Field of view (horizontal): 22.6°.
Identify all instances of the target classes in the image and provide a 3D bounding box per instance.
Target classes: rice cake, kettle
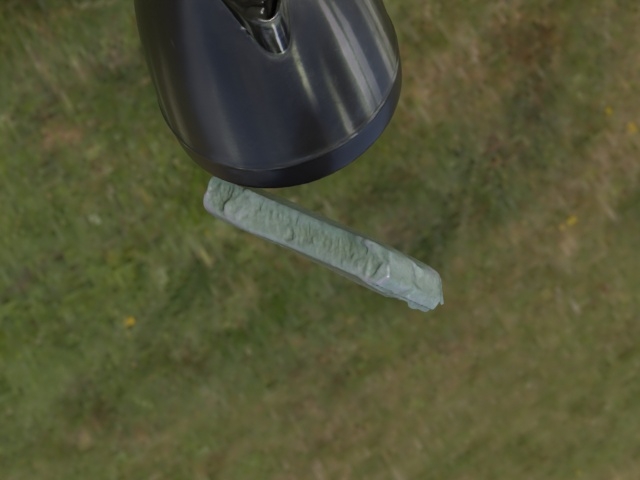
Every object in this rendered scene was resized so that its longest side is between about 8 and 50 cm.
[{"bbox_3d":[0.000,0.000,1.339,0.085,0.226,0.040,26,89,-50],"label":"rice cake"},{"bbox_3d":[-0.052,-0.212,1.260,0.207,0.250,0.271,5,153,16],"label":"kettle"}]
